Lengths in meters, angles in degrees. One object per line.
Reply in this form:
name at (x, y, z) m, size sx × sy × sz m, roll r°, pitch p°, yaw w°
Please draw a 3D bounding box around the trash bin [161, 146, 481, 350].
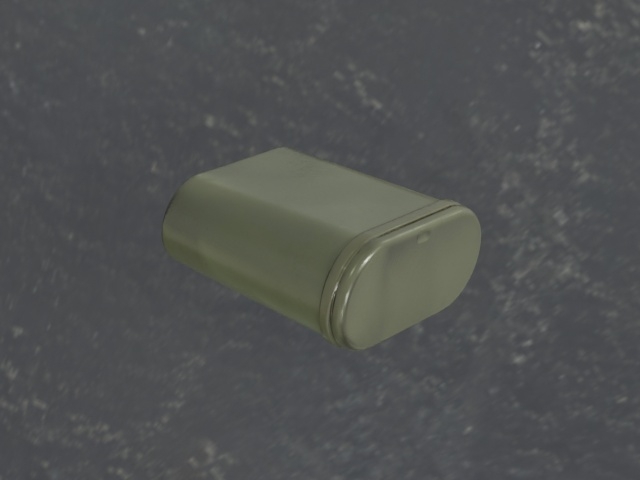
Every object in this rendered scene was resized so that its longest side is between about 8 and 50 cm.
trash bin at (0.000, 0.000, 1.595) m, size 0.247 × 0.121 × 0.243 m, roll 22°, pitch 28°, yaw 32°
